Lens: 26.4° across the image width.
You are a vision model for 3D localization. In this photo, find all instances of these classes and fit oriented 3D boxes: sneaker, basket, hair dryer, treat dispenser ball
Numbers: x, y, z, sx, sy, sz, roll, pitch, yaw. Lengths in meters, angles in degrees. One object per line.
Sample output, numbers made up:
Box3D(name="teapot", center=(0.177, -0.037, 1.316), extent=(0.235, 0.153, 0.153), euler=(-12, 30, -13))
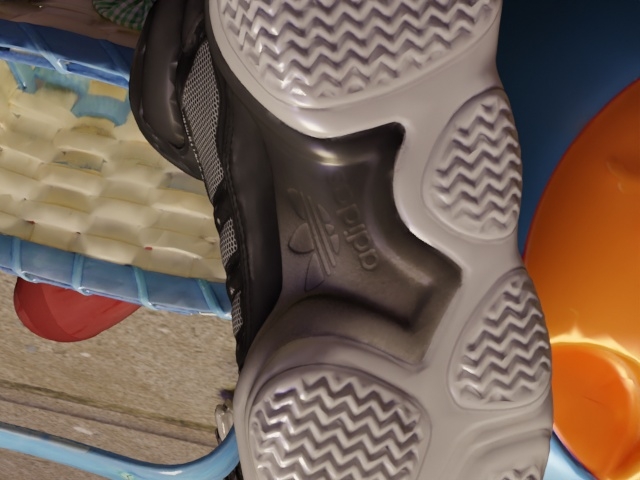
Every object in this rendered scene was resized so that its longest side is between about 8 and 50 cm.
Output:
Box3D(name="sneaker", center=(0.000, 0.000, 0.470), extent=(0.101, 0.268, 0.153), euler=(-7, -170, -20))
Box3D(name="basket", center=(-0.132, -0.026, 0.683), extent=(0.255, 0.289, 0.201), euler=(9, 150, 9))
Box3D(name="hair dryer", center=(-0.221, -0.003, 0.975), extent=(0.294, 0.080, 0.223), euler=(6, 149, 14))
Box3D(name="treat dispenser ball", center=(0.127, 0.000, 0.613), extent=(0.288, 0.288, 0.288), euler=(11, 150, 6))

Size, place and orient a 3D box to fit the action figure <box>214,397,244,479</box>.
Box3D(name="action figure", center=(-0.018, 0.212, 1.199), extent=(0.164, 0.141, 0.275), euler=(4, 176, 2))

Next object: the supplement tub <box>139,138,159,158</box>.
Box3D(name="supplement tub", center=(-0.066, -0.040, 0.850), extent=(0.107, 0.071, 0.071), euler=(23, 149, -15))
